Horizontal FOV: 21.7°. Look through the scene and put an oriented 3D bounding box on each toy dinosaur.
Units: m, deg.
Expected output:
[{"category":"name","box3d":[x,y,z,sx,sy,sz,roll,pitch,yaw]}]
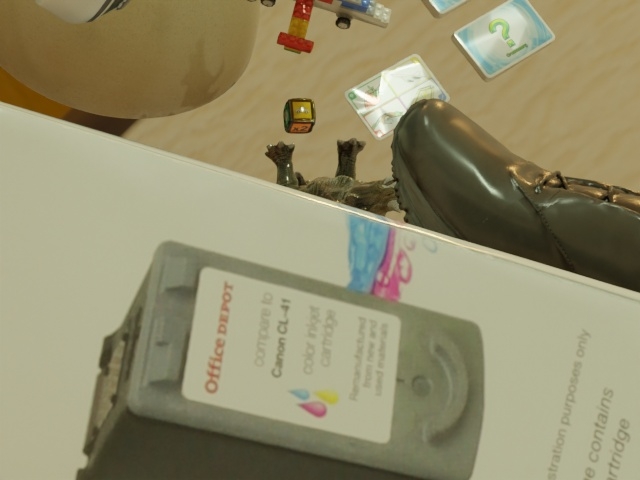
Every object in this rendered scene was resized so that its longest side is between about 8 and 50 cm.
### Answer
[{"category":"toy dinosaur","box3d":[0.000,0.000,1.671,0.121,0.313,0.160,3,60,-10]}]

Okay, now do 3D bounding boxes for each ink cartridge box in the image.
[{"category":"ink cartridge box","box3d":[-0.025,0.058,0.582,0.306,0.226,0.131,16,82,-13]}]

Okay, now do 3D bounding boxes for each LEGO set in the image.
[{"category":"LEGO set","box3d":[0.048,-0.184,1.323,0.244,0.060,0.182,-31,78,-22]}]

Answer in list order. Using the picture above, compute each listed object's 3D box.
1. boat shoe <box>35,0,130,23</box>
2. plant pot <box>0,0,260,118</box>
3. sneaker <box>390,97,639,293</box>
[{"category":"boat shoe","box3d":[-0.073,-0.212,0.971,0.102,0.108,0.301,35,39,-17]},{"category":"plant pot","box3d":[-0.177,-0.282,1.553,0.284,0.191,0.284,10,49,-12]},{"category":"sneaker","box3d":[0.163,0.013,0.915,0.286,0.130,0.109,43,29,4]}]
